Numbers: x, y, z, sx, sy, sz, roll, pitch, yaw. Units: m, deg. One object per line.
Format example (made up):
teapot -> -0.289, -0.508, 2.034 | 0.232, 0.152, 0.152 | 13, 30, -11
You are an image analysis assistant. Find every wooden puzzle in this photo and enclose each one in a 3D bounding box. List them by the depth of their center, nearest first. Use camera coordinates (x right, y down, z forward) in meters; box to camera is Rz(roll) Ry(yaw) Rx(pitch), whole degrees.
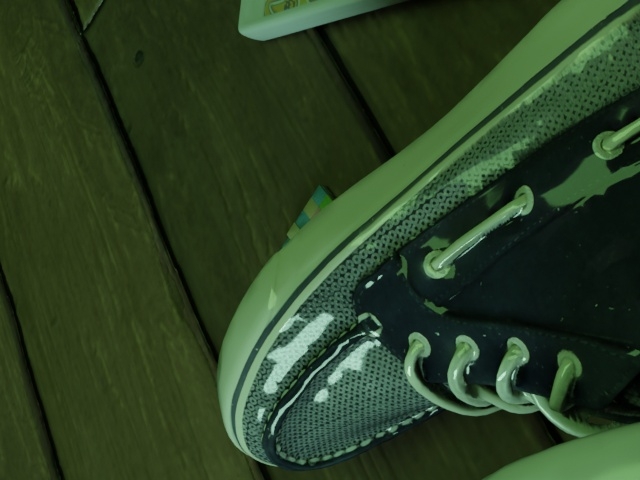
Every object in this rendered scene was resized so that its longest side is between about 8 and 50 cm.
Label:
wooden puzzle -> 0.000, 0.000, 0.746 | 0.083, 0.006, 0.049 | -56, 47, 23

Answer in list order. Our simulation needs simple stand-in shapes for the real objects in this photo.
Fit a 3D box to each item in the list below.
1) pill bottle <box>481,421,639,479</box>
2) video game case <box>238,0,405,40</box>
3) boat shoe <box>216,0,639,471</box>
pill bottle -> 0.157, 0.223, 0.399 | 0.176, 0.176, 0.319 | -29, 61, 40
video game case -> 0.031, -0.237, 0.737 | 0.227, 0.026, 0.206 | -3, 79, 52
boat shoe -> 0.081, 0.038, 0.556 | 0.340, 0.127, 0.158 | -48, 42, 28
